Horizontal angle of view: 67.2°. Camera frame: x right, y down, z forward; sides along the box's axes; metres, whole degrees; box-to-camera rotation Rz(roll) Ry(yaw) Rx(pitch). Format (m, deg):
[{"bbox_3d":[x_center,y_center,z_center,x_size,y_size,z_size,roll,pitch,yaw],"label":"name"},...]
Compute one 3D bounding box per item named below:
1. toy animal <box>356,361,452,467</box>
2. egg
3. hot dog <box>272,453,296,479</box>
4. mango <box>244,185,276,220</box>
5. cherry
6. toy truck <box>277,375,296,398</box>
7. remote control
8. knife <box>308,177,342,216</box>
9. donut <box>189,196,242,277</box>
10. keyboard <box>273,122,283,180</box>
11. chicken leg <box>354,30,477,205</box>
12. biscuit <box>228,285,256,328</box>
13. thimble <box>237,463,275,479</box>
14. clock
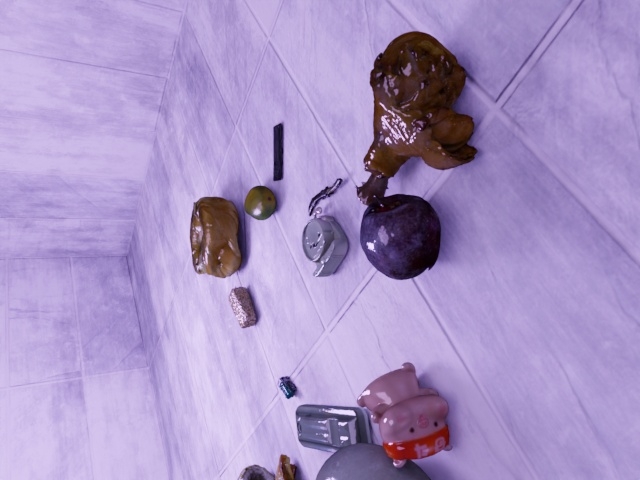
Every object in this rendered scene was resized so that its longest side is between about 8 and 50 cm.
[{"bbox_3d":[0.187,0.385,1.054,0.197,0.171,0.171,56,134,44],"label":"toy animal"},{"bbox_3d":[0.125,0.592,1.060,0.352,0.259,0.258,-11,82,58],"label":"egg"},{"bbox_3d":[-0.117,0.848,1.584,0.123,0.093,0.261,5,79,65],"label":"hot dog"},{"bbox_3d":[-0.223,-0.138,1.734,0.191,0.086,0.122,23,113,53],"label":"mango"},{"bbox_3d":[0.173,-0.009,1.056,0.195,0.195,0.195,1,92,57],"label":"cherry"},{"bbox_3d":[-0.114,0.492,1.614,0.083,0.044,0.039,42,122,48],"label":"toy truck"},{"bbox_3d":[0.023,0.543,1.386,0.335,0.066,0.128,-25,67,54],"label":"remote control"},{"bbox_3d":[0.012,-0.137,1.432,0.222,0.021,0.045,-41,56,54],"label":"knife"},{"bbox_3d":[-0.437,-0.008,1.992,0.360,0.170,0.360,3,93,62],"label":"donut"},{"bbox_3d":[-0.154,-0.308,1.689,0.074,0.015,0.196,3,93,57],"label":"keyboard"},{"bbox_3d":[0.194,-0.216,1.048,0.295,0.182,0.409,45,133,26],"label":"chicken leg"},{"bbox_3d":[-0.302,0.260,1.874,0.168,0.070,0.082,59,143,35],"label":"biscuit"},{"bbox_3d":[-0.226,0.912,1.712,0.190,0.137,0.143,40,122,32],"label":"thimble"},{"bbox_3d":[0.000,0.000,1.416,0.151,0.062,0.191,-60,43,38],"label":"clock"}]
